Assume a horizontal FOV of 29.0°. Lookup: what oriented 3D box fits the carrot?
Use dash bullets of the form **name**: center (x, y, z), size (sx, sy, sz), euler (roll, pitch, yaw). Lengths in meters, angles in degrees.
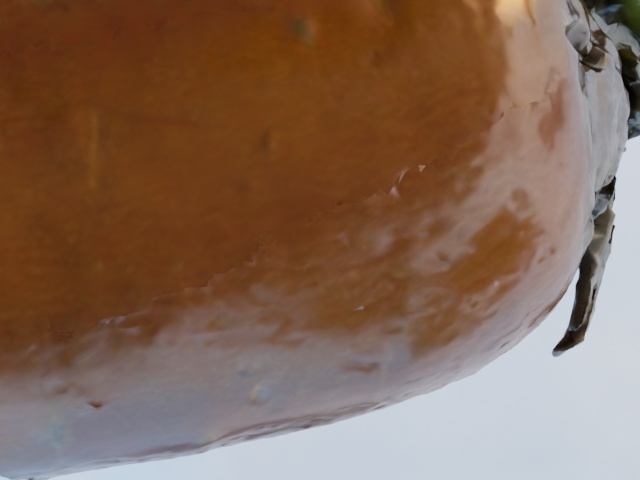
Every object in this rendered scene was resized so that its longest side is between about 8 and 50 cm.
- **carrot**: center (-0.009, -0.030, 0.442), size (0.331, 0.214, 0.193), euler (-18, -130, -10)
